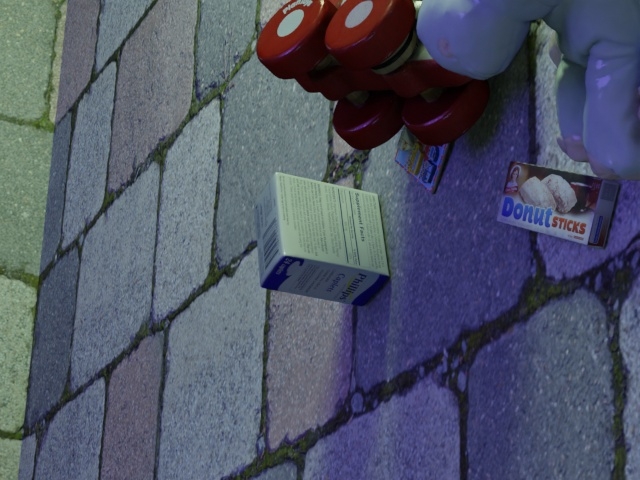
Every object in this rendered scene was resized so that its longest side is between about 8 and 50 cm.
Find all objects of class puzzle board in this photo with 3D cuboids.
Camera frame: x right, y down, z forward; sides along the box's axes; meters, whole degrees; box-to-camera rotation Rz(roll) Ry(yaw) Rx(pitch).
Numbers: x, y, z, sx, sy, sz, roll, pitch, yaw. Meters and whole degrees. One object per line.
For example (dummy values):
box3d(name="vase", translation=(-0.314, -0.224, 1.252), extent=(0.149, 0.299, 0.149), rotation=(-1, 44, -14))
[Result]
box3d(name="puzzle board", translation=(0.120, -0.129, 1.941), extent=(0.096, 0.011, 0.128), rotation=(46, 125, 53))

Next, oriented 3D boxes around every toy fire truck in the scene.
box3d(name="toy fire truck", translation=(0.093, -0.248, 1.882), extent=(0.302, 0.169, 0.254), rotation=(1, 57, 53))

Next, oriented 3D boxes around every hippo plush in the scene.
box3d(name="hippo plush", translation=(0.218, -0.193, 1.485), extent=(0.294, 0.237, 0.234), rotation=(125, 149, -42))

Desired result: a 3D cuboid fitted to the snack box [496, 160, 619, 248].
box3d(name="snack box", translation=(0.226, -0.036, 1.662), extent=(0.178, 0.022, 0.064), rotation=(-160, 82, -67))

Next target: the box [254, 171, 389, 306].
box3d(name="box", translation=(0.000, 0.000, 2.019), extent=(0.072, 0.137, 0.126), rotation=(125, 148, -45))

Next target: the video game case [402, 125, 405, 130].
box3d(name="video game case", translation=(0.116, -0.230, 2.006), extent=(0.143, 0.019, 0.157), rotation=(-54, 38, 44))
